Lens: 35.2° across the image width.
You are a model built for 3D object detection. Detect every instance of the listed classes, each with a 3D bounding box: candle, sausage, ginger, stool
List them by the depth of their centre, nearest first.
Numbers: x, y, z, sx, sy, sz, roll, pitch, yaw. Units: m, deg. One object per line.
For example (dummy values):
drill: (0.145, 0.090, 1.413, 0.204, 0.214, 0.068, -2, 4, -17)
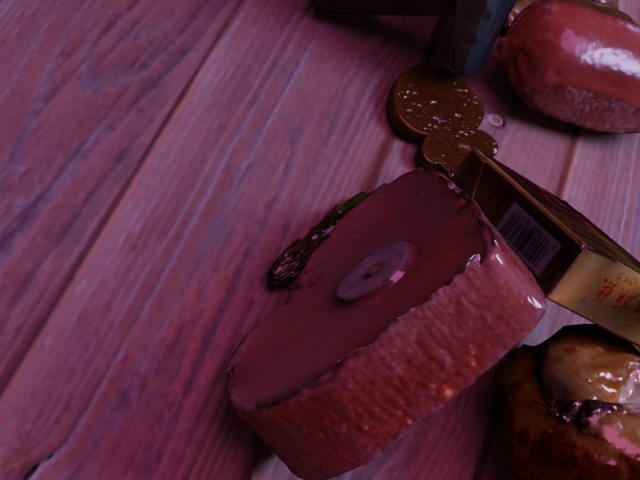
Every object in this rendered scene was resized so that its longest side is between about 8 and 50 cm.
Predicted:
candle: (0.080, 0.064, 0.907, 0.131, 0.287, 0.317, 47, 51, -18)
stool: (0.149, -0.401, 1.175, 0.226, 0.310, 0.310, 21, 55, 14)
sausage: (0.334, -0.210, 1.238, 0.255, 0.148, 0.148, 16, 58, -12)
ginger: (0.338, -0.286, 1.330, 0.214, 0.059, 0.133, -10, 62, -27)

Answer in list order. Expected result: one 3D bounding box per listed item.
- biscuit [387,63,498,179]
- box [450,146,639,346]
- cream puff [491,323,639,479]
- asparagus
biscuit: (0.145, -0.133, 1.189, 0.124, 0.026, 0.175, -10, 66, -24)
box: (0.242, 0.005, 1.025, 0.159, 0.071, 0.240, 24, 17, -27)
cream puff: (0.277, 0.187, 0.971, 0.240, 0.164, 0.240, 19, 36, -15)
asparagus: (0.000, 0.000, 1.057, 0.036, 0.030, 0.165, 50, 56, -2)
